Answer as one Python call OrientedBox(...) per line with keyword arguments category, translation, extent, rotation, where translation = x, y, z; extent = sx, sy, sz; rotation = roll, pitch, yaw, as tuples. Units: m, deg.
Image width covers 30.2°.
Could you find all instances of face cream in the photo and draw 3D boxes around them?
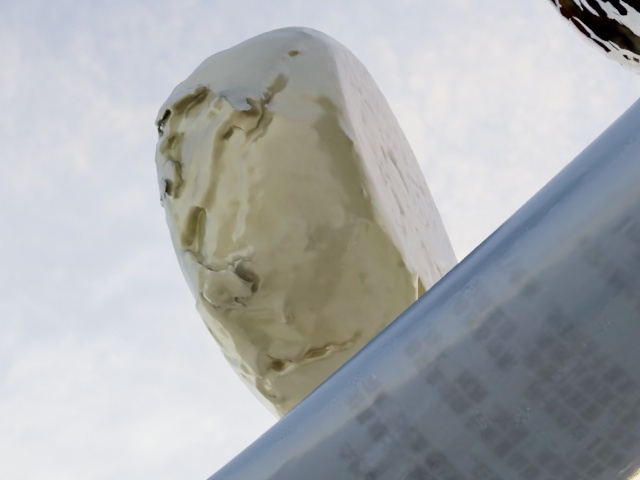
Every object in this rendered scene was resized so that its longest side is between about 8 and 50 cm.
OrientedBox(category="face cream", translation=(0.085, 0.040, 0.421), extent=(0.135, 0.086, 0.385), rotation=(43, -78, -4))

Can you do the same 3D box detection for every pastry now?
OrientedBox(category="pastry", translation=(-0.001, -0.002, 0.721), extent=(0.133, 0.265, 0.265), rotation=(-24, -51, 10))

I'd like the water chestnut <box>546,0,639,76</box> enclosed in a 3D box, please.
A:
OrientedBox(category="water chestnut", translation=(0.242, -0.221, 0.614), extent=(0.335, 0.335, 0.347), rotation=(-31, -31, 5))
